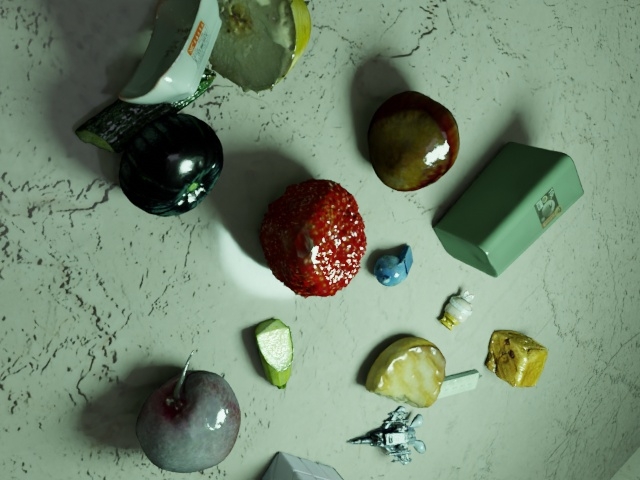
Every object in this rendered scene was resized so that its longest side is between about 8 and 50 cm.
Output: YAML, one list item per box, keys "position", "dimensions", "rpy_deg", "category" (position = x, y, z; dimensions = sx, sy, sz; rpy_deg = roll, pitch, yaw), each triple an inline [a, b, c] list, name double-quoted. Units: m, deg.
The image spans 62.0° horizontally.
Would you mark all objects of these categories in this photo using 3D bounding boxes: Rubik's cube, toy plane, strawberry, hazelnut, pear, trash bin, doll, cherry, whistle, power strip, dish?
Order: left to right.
- position: [-0.237, -0.318, 0.889]
  dimensions: [0.077, 0.151, 0.213]
  rpy_deg: [31, 67, -42]
  category: "dish"
- position: [-0.274, 0.381, 1.125]
  dimensions: [0.213, 0.183, 0.266]
  rpy_deg: [-29, 118, -12]
  category: "cherry"
- position: [-0.110, -0.418, 0.959]
  dimensions: [0.178, 0.266, 0.267]
  rpy_deg: [-47, 130, -44]
  category: "pear"
- position: [-0.043, 0.722, 1.375]
  dimensions: [0.224, 0.221, 0.231]
  rpy_deg: [37, 85, -36]
  category: "Rubik's cube"
- position: [-0.003, 0.002, 1.135]
  dimensions: [0.260, 0.257, 0.261]
  rpy_deg: [-6, 101, -30]
  category: "strawberry"
- position: [0.200, 0.583, 1.574]
  dimensions: [0.246, 0.078, 0.170]
  rpy_deg: [4, 77, -31]
  category: "toy plane"
- position: [0.186, 0.070, 1.391]
  dimensions: [0.158, 0.090, 0.091]
  rpy_deg: [-53, 140, -58]
  category: "whistle"
- position: [0.216, -0.225, 1.233]
  dimensions: [0.229, 0.229, 0.230]
  rpy_deg: [-12, 113, -30]
  category: "hazelnut"
- position: [0.439, 0.462, 1.719]
  dimensions: [0.252, 0.027, 0.060]
  rpy_deg: [-3, 108, -32]
  category: "power strip"
- position: [0.413, 0.208, 1.592]
  dimensions: [0.127, 0.073, 0.084]
  rpy_deg: [-50, 159, -4]
  category: "doll"
- position: [0.506, -0.082, 1.450]
  dimensions: [0.343, 0.223, 0.158]
  rpy_deg: [-46, 125, -9]
  category: "trash bin"

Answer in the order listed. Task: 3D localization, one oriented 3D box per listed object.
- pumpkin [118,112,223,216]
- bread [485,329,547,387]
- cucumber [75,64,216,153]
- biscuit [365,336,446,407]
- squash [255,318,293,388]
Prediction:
- position: [-0.266, -0.136, 0.956]
  dimensions: [0.202, 0.140, 0.202]
  rpy_deg: [-42, 167, -12]
  category: "pumpkin"
- position: [0.647, 0.391, 1.763]
  dimensions: [0.158, 0.149, 0.143]
  rpy_deg: [4, 107, -41]
  category: "bread"
- position: [-0.305, -0.244, 0.954]
  dimensions: [0.265, 0.077, 0.077]
  rpy_deg: [-42, 124, -16]
  category: "cucumber"
- position: [0.256, 0.378, 1.530]
  dimensions: [0.274, 0.091, 0.213]
  rpy_deg: [37, 88, -35]
  category: "biscuit"
- position: [-0.100, 0.292, 1.275]
  dimensions: [0.090, 0.075, 0.200]
  rpy_deg: [-40, 130, -47]
  category: "squash"
